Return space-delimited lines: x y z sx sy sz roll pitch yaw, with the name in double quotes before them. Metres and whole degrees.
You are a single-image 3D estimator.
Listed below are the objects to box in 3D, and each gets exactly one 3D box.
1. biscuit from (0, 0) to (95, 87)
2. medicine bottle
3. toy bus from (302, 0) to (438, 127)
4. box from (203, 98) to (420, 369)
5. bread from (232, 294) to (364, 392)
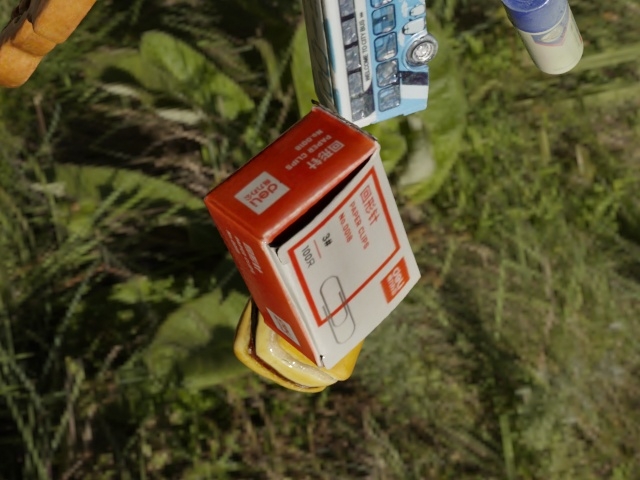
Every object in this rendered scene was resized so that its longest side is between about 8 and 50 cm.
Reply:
"biscuit" -0.212 -0.278 1.089 0.043 0.284 0.306 32 31 -22
"medicine bottle" 0.222 -0.221 1.205 0.231 0.059 0.059 19 63 -71
"toy bus" 0.049 -0.262 1.310 0.297 0.131 0.106 80 -15 -49
"box" 0.000 0.000 1.014 0.133 0.099 0.182 -41 140 -19
"bread" -0.002 0.047 1.191 0.116 0.077 0.200 31 68 -32
